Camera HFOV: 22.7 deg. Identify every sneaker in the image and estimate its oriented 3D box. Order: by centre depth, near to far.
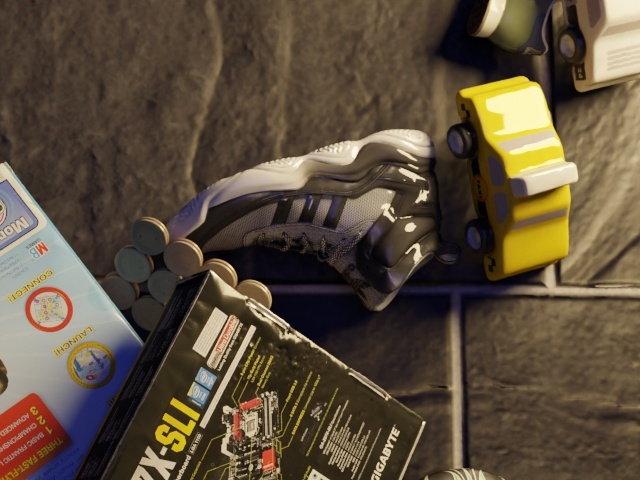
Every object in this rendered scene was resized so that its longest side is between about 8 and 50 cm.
[{"bbox_3d":[0.000,0.000,1.481,0.268,0.101,0.153,-17,78,-11],"label":"sneaker"},{"bbox_3d":[0.215,-0.269,1.583,0.086,0.064,0.192,25,74,-13],"label":"sneaker"}]

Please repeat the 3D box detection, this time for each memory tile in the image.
[{"bbox_3d":[-0.125,0.050,1.469,0.148,0.113,0.012,32,33,0],"label":"memory tile"}]

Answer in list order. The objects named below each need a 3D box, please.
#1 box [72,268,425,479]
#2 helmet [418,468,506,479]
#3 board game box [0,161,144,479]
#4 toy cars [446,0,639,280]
[{"bbox_3d":[-0.079,0.228,1.363,0.257,0.079,0.322,35,64,-20],"label":"box"},{"bbox_3d":[0.127,0.286,1.403,0.169,0.161,0.169,1,78,-5],"label":"helmet"},{"bbox_3d":[-0.316,0.138,1.398,0.308,0.086,0.302,-35,84,-25],"label":"board game box"},{"bbox_3d":[0.237,-0.149,1.507,0.176,0.087,0.394,31,79,-25],"label":"toy cars"}]
